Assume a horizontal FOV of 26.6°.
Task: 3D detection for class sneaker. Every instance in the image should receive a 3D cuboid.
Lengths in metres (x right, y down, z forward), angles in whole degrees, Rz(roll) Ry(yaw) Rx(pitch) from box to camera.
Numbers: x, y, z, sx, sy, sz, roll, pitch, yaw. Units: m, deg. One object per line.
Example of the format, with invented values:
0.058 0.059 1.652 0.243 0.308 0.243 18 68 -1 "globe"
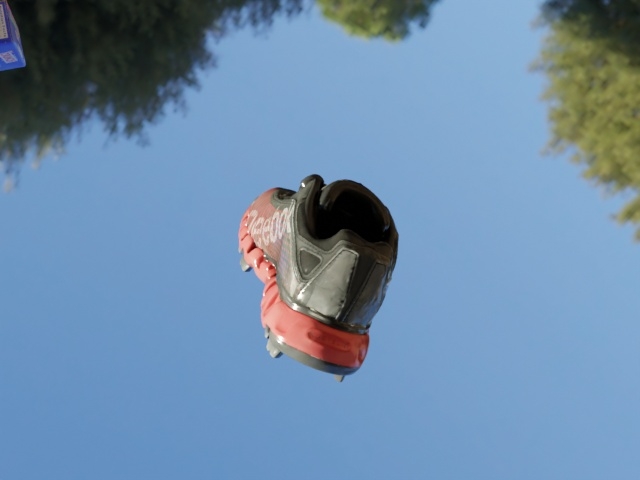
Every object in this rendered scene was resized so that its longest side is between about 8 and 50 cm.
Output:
0.000 0.000 1.121 0.097 0.135 0.276 21 -163 -17 "sneaker"

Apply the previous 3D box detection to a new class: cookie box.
-0.313 -0.168 1.160 0.107 0.092 0.040 -11 -95 -8 "cookie box"
